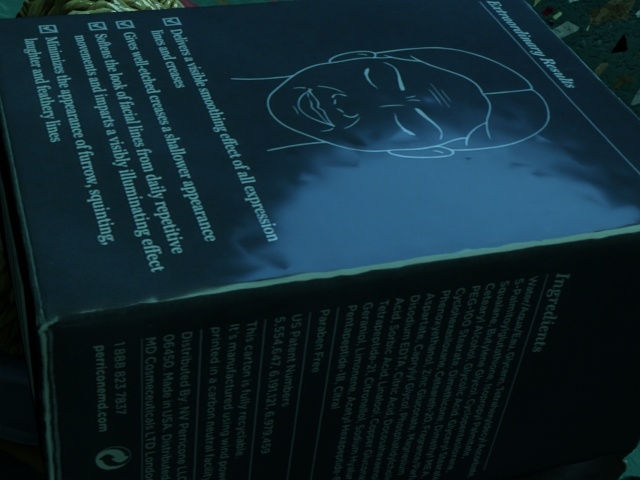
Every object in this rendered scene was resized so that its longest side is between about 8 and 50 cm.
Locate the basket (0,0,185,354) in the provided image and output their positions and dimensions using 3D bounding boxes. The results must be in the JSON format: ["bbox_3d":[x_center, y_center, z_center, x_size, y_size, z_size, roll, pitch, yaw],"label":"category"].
[{"bbox_3d":[-0.183,-0.064,0.905,0.213,0.299,0.223,18,31,-35],"label":"basket"}]

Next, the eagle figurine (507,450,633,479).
[{"bbox_3d":[0.093,0.170,0.884,0.226,0.298,0.225,51,-4,-14],"label":"eagle figurine"}]

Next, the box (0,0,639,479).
[{"bbox_3d":[0.000,0.000,0.678,0.395,0.212,0.294,-8,42,-18],"label":"box"}]

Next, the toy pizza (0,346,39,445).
[{"bbox_3d":[-0.269,0.105,0.899,0.201,0.032,0.201,29,26,-16],"label":"toy pizza"}]
